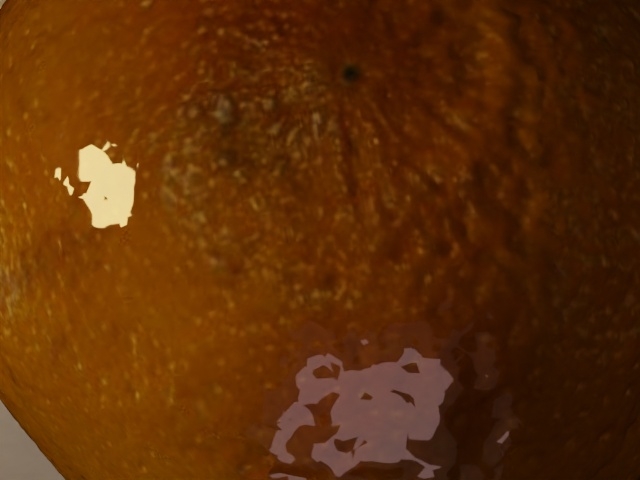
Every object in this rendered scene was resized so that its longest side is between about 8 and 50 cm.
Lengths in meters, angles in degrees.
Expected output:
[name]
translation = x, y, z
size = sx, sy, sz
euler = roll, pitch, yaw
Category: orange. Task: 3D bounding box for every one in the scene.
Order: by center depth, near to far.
[orange]
translation = 0.000, 0.000, 0.543
size = 0.264, 0.264, 0.264
euler = -4, 142, -3
